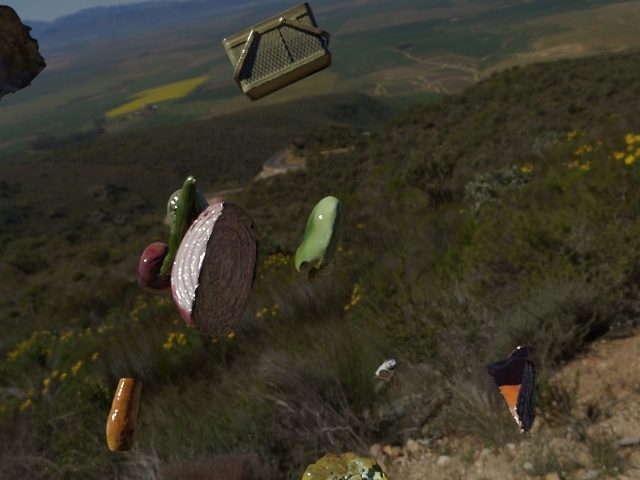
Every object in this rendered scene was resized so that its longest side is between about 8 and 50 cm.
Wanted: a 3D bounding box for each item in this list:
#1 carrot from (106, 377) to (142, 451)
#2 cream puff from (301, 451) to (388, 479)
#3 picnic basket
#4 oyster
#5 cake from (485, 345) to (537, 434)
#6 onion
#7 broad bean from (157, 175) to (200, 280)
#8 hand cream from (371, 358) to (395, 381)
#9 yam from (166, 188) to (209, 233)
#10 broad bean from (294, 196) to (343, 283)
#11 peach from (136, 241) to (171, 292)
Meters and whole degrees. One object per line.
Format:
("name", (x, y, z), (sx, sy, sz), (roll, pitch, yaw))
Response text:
("carrot", (-0.546, 0.482, 1.656), (0.087, 0.194, 0.087), (-1, -18, 0))
("cream puff", (0.073, 0.744, 1.732), (0.281, 0.185, 0.282), (1, 5, 0))
("picnic basket", (-0.105, -0.478, 1.531), (0.266, 0.139, 0.165), (-24, 4, 4))
("oyster", (-0.389, -0.183, 0.636), (0.177, 0.105, 0.056), (-43, 51, -7))
("cake", (0.532, 0.418, 1.658), (0.135, 0.098, 0.287), (-12, 27, 22))
("onion", (-0.216, 0.060, 1.189), (0.111, 0.250, 0.247), (10, -14, 17))
("broad bean", (-0.286, -0.010, 1.231), (0.043, 0.298, 0.060), (-18, 54, -44))
("hand cream", (0.221, 0.441, 2.009), (0.052, 0.216, 0.038), (39, 65, 13))
("yam", (-0.277, 0.022, 1.443), (0.133, 0.330, 0.133), (-12, 31, 7))
("broad bean", (0.000, 0.000, 1.504), (0.100, 0.228, 0.169), (5, 11, -15))
("peach", (-0.493, 0.094, 1.831), (0.152, 0.152, 0.152), (-10, 24, 4))
